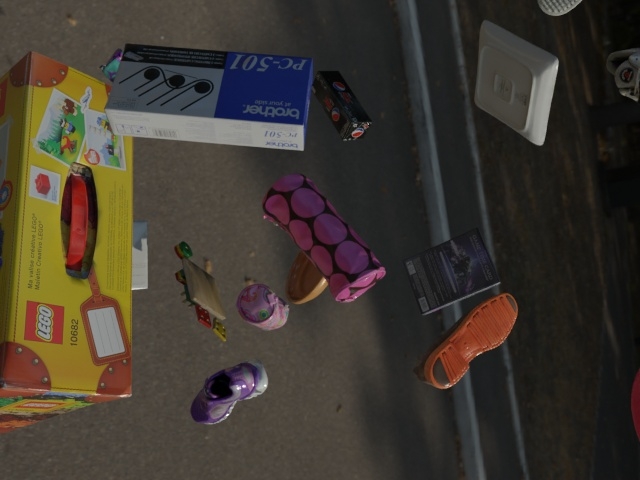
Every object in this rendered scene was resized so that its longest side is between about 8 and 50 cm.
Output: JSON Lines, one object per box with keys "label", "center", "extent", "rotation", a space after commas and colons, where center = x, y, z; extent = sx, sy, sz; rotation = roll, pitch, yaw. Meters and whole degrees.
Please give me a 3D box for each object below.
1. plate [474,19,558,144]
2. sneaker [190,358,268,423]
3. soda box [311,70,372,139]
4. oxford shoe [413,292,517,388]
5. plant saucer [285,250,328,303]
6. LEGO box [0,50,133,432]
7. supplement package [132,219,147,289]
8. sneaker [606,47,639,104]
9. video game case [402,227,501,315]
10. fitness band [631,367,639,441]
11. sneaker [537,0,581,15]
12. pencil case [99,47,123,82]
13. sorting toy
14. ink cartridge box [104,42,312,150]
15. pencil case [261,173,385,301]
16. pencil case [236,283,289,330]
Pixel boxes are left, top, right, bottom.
{"label": "plate", "center": [0.516, -0.425, 1.869], "extent": [0.045, 0.278, 0.277], "rotation": [-27, 138, -20]}
{"label": "sneaker", "center": [-0.227, 0.339, 1.515], "extent": [0.104, 0.236, 0.095], "rotation": [1, 57, -51]}
{"label": "soda box", "center": [0.044, -0.295, 1.483], "extent": [0.060, 0.053, 0.169], "rotation": [-8, 56, -33]}
{"label": "oxford shoe", "center": [0.400, 0.265, 1.906], "extent": [0.363, 0.132, 0.130], "rotation": [-34, 100, -21]}
{"label": "plant saucer", "center": [-0.016, 0.071, 1.700], "extent": [0.037, 0.200, 0.200], "rotation": [30, 51, -24]}
{"label": "LEGO box", "center": [-0.480, 0.027, 1.080], "extent": [0.193, 0.372, 0.500], "rotation": [19, 57, -46]}
{"label": "supplement package", "center": [-0.519, 0.036, 1.768], "extent": [0.105, 0.105, 0.179], "rotation": [-2, 93, -44]}
{"label": "sneaker", "center": [0.680, -0.312, 1.379], "extent": [0.330, 0.146, 0.122], "rotation": [-93, -174, -62]}
{"label": "video game case", "center": [0.418, 0.101, 2.199], "extent": [0.026, 0.274, 0.196], "rotation": [25, 44, -60]}
{"label": "fitness band", "center": [0.486, 0.195, 0.759], "extent": [0.054, 0.290, 0.209], "rotation": [111, -31, -59]}
{"label": "sneaker", "center": [0.506, -0.567, 1.291], "extent": [0.161, 0.102, 0.282], "rotation": [-42, 157, -61]}
{"label": "pencil case", "center": [-0.398, -0.338, 1.472], "extent": [0.151, 0.070, 0.064], "rotation": [43, 61, -20]}
{"label": "sorting toy", "center": [-0.301, 0.135, 1.693], "extent": [0.132, 0.046, 0.274], "rotation": [44, 18, -50]}
{"label": "ink cartridge box", "center": [-0.115, -0.155, 0.734], "extent": [0.046, 0.207, 0.097], "rotation": [93, 3, -60]}
{"label": "pencil case", "center": [0.000, 0.000, 1.027], "extent": [0.209, 0.098, 0.095], "rotation": [51, 22, 20]}
{"label": "pencil case", "center": [-0.165, 0.200, 2.016], "extent": [0.284, 0.124, 0.124], "rotation": [64, 23, -77]}
